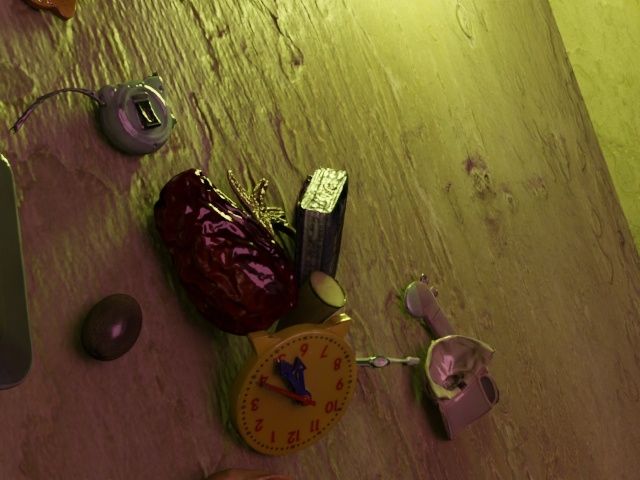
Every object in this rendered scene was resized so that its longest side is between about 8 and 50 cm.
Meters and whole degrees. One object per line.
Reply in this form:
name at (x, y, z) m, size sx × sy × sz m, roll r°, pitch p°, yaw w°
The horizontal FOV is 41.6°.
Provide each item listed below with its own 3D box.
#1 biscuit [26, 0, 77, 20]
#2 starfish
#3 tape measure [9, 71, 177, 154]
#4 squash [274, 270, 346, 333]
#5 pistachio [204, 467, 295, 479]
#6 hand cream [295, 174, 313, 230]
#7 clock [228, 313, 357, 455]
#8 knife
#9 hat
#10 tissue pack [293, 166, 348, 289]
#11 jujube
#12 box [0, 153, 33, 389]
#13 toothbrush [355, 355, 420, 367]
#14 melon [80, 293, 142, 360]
biscuit at (-0.507, -0.473, 1.601) m, size 0.140 × 0.023 × 0.118 m, roll -29°, pitch 97°, yaw -48°
starfish at (-0.124, -0.060, 1.782) m, size 0.213 × 0.057 × 0.238 m, roll 39°, pitch 21°, yaw -17°
tape measure at (-0.405, -0.220, 1.568) m, size 0.330 × 0.084 × 0.164 m, roll -29°, pitch 93°, yaw -49°
squash at (-0.038, 0.169, 1.725) m, size 0.094 × 0.224 × 0.094 m, roll 25°, pitch 32°, yaw -17°
pistachio at (-0.110, 0.536, 1.513) m, size 0.309 × 0.230 × 0.229 m, roll 50°, pitch 46°, yaw -26°
hand cream at (-0.028, -0.075, 1.946) m, size 0.062 × 0.039 × 0.163 m, roll 37°, pitch 46°, yaw -29°
clock at (-0.043, 0.296, 1.649) m, size 0.277 × 0.071 × 0.293 m, roll -14°, pitch 120°, yaw -29°
knife at (0.332, 0.263, 2.188) m, size 0.398 × 0.038 × 0.132 m, roll 55°, pitch 51°, yaw -18°
hat at (0.336, 0.370, 2.120) m, size 0.220 × 0.164 × 0.225 m, roll -28°, pitch 137°, yaw -30°
tissue pack at (0.000, 0.000, 1.779) m, size 0.185 × 0.081 × 0.257 m, roll -69°, pitch 168°, yaw -56°
jujube at (-0.191, 0.023, 1.627) m, size 0.216 × 0.216 × 0.342 m, roll -38°, pitch 97°, yaw -46°
box at (-0.626, 0.040, 1.222) m, size 0.397 × 0.111 × 0.395 m, roll 1°, pitch 74°, yaw -48°
toothbrush at (0.131, 0.284, 1.977) m, size 0.304 × 0.030 × 0.030 m, roll 8°, pitch 70°, yaw -44°
melon at (-0.362, 0.150, 1.465) m, size 0.098 × 0.098 × 0.130 m, roll 50°, pitch 43°, yaw -21°
